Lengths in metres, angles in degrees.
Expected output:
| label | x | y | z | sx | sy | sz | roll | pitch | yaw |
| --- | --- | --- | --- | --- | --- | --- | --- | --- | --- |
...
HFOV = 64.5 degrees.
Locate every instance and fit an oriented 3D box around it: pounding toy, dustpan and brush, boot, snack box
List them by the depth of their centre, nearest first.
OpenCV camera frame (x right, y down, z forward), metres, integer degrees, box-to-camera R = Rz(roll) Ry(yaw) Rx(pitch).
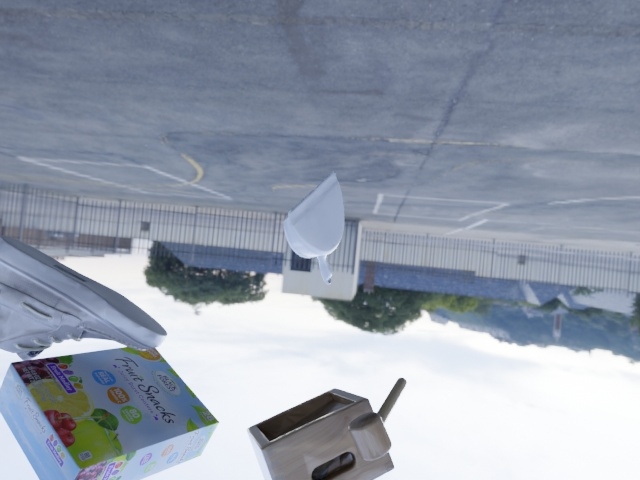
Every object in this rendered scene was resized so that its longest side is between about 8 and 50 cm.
| label | x | y | z | sx | sy | sz | roll | pitch | yaw |
| --- | --- | --- | --- | --- | --- | --- | --- | --- | --- |
| pounding toy | 0.031 | 0.230 | 0.560 | 0.181 | 0.094 | 0.206 | -20 | 176 | -18 |
| snack box | -0.262 | 0.218 | 0.643 | 0.174 | 0.070 | 0.207 | 37 | -166 | 28 |
| boot | -0.342 | 0.108 | 0.671 | 0.258 | 0.123 | 0.095 | 30 | 174 | 0 |
| dustpan and brush | 0.000 | 0.000 | 0.914 | 0.060 | 0.211 | 0.147 | 5 | -141 | 41 |
